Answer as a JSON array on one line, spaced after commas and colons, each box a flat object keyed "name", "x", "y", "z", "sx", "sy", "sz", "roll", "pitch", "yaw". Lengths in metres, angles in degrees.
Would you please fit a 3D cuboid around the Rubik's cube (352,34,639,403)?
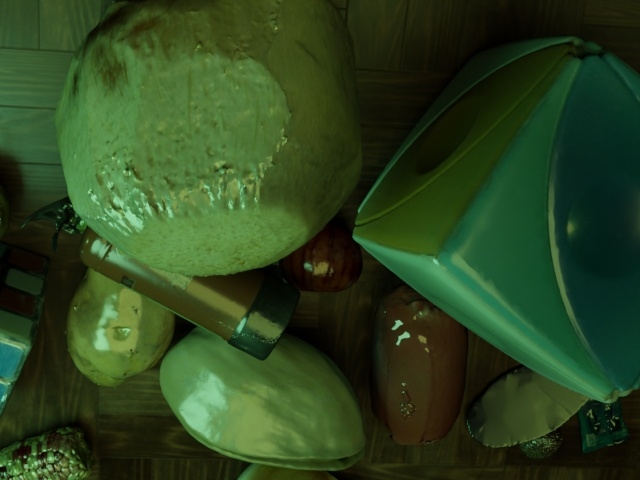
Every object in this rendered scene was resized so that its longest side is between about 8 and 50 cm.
[{"name": "Rubik's cube", "x": 0.293, "y": -0.034, "z": 1.497, "sx": 0.351, "sy": 0.347, "sz": 0.352, "roll": 34, "pitch": 86, "yaw": -17}]

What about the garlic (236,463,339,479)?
[{"name": "garlic", "x": -0.054, "y": 0.454, "z": 1.832, "sx": 0.217, "sy": 0.228, "sz": 0.110, "roll": 39, "pitch": 150, "yaw": -7}]

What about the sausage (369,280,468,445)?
[{"name": "sausage", "x": 0.149, "y": 0.184, "z": 1.735, "sx": 0.152, "sy": 0.152, "sz": 0.279, "roll": -1, "pitch": 116, "yaw": -5}]

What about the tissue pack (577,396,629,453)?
[{"name": "tissue pack", "x": 0.461, "y": 0.285, "z": 1.875, "sx": 0.085, "sy": 0.028, "sz": 0.138, "roll": -16, "pitch": 112, "yaw": 3}]

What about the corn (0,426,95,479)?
[{"name": "corn", "x": -0.493, "y": 0.375, "z": 1.795, "sx": 0.290, "sy": 0.098, "sz": 0.098, "roll": -23, "pitch": 114, "yaw": 9}]

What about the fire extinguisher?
[{"name": "fire extinguisher", "x": -0.210, "y": 0.015, "z": 1.594, "sx": 0.376, "sy": 0.200, "sz": 0.113, "roll": 28, "pitch": 119, "yaw": -8}]

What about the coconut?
[{"name": "coconut", "x": -0.142, "y": -0.169, "z": 1.438, "sx": 0.415, "sy": 0.415, "sz": 0.344, "roll": -2, "pitch": 153, "yaw": -4}]

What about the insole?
[{"name": "insole", "x": 0.387, "y": 0.219, "z": 1.819, "sx": 0.348, "sy": 0.009, "sz": 0.119, "roll": -36, "pitch": 83, "yaw": 9}]

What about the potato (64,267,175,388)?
[{"name": "potato", "x": -0.285, "y": 0.109, "z": 1.671, "sx": 0.161, "sy": 0.128, "sz": 0.234, "roll": 29, "pitch": 101, "yaw": -17}]

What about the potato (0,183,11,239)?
[{"name": "potato", "x": -0.499, "y": -0.056, "z": 1.617, "sx": 0.172, "sy": 0.089, "sz": 0.100, "roll": 37, "pitch": 83, "yaw": 16}]

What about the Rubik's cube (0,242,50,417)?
[{"name": "Rubik's cube", "x": -0.544, "y": 0.141, "z": 1.596, "sx": 0.256, "sy": 0.253, "sz": 0.259, "roll": 21, "pitch": 109, "yaw": -14}]

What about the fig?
[{"name": "fig", "x": 0.002, "y": 0.016, "z": 1.672, "sx": 0.128, "sy": 0.150, "sz": 0.128, "roll": 3, "pitch": 142, "yaw": 3}]

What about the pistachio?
[{"name": "pistachio", "x": -0.078, "y": 0.235, "z": 1.699, "sx": 0.332, "sy": 0.226, "sz": 0.207, "roll": 23, "pitch": 132, "yaw": -5}]

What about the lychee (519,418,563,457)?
[{"name": "lychee", "x": 0.357, "y": 0.319, "z": 1.857, "sx": 0.068, "sy": 0.067, "sz": 0.083, "roll": -16, "pitch": 140, "yaw": -26}]
